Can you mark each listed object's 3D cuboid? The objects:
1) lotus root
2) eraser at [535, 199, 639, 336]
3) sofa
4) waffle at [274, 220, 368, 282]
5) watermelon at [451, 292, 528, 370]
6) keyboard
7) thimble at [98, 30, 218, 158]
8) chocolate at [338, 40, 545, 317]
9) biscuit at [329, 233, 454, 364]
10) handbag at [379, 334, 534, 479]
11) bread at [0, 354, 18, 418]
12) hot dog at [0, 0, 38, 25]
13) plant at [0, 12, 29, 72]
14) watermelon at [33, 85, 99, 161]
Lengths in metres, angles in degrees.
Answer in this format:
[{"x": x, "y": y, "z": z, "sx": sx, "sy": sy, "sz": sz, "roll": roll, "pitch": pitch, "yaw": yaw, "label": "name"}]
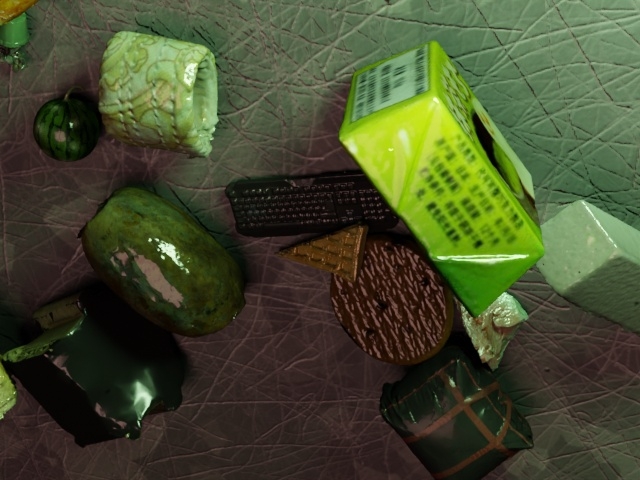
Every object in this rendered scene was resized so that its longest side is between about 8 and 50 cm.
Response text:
[{"x": -0.241, "y": 0.039, "z": 1.803, "sx": 0.275, "sy": 0.152, "sz": 0.160, "roll": 38, "pitch": 116, "yaw": -9, "label": "lotus root"}, {"x": 0.428, "y": 0.057, "z": 1.577, "sx": 0.352, "sy": 0.077, "sz": 0.111, "roll": 24, "pitch": 129, "yaw": -35, "label": "eraser"}, {"x": -0.375, "y": 0.210, "z": 1.974, "sx": 0.200, "sy": 0.182, "sz": 0.258, "roll": -21, "pitch": 114, "yaw": 47, "label": "sofa"}, {"x": 0.000, "y": 0.000, "z": 1.767, "sx": 0.153, "sy": 0.023, "sz": 0.097, "roll": 17, "pitch": 112, "yaw": 30, "label": "waffle"}, {"x": 0.247, "y": 0.113, "z": 1.749, "sx": 0.101, "sy": 0.080, "sz": 0.155, "roll": -38, "pitch": 83, "yaw": 19, "label": "watermelon"}, {"x": -0.015, "y": -0.053, "z": 1.753, "sx": 0.262, "sy": 0.016, "sz": 0.106, "roll": -3, "pitch": 120, "yaw": 19, "label": "keyboard"}, {"x": -0.227, "y": -0.201, "z": 1.659, "sx": 0.144, "sy": 0.137, "sz": 0.190, "roll": 8, "pitch": 138, "yaw": 11, "label": "thimble"}, {"x": 0.162, "y": -0.097, "z": 1.507, "sx": 0.137, "sy": 0.301, "sz": 0.288, "roll": -33, "pitch": 107, "yaw": 17, "label": "chocolate"}, {"x": 0.109, "y": 0.091, "z": 1.766, "sx": 0.212, "sy": 0.036, "sz": 0.212, "roll": 12, "pitch": 115, "yaw": 27, "label": "biscuit"}, {"x": 0.213, "y": 0.272, "z": 1.803, "sx": 0.169, "sy": 0.155, "sz": 0.215, "roll": -34, "pitch": 105, "yaw": 18, "label": "handbag"}, {"x": -0.608, "y": 0.214, "z": 1.981, "sx": 0.121, "sy": 0.245, "sz": 0.174, "roll": -34, "pitch": 132, "yaw": -6, "label": "bread"}, {"x": -0.472, "y": -0.374, "z": 1.598, "sx": 0.257, "sy": 0.150, "sz": 0.153, "roll": -13, "pitch": 140, "yaw": -3, "label": "hot dog"}, {"x": -0.459, "y": -0.292, "z": 1.727, "sx": 0.051, "sy": 0.051, "sz": 0.102, "roll": 18, "pitch": 131, "yaw": 6, "label": "plant"}, {"x": -0.383, "y": -0.170, "z": 1.748, "sx": 0.109, "sy": 0.109, "sz": 0.109, "roll": 8, "pitch": 123, "yaw": 13, "label": "watermelon"}]
